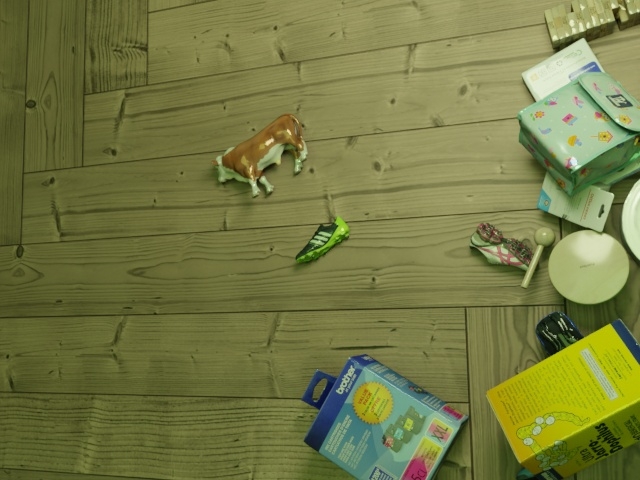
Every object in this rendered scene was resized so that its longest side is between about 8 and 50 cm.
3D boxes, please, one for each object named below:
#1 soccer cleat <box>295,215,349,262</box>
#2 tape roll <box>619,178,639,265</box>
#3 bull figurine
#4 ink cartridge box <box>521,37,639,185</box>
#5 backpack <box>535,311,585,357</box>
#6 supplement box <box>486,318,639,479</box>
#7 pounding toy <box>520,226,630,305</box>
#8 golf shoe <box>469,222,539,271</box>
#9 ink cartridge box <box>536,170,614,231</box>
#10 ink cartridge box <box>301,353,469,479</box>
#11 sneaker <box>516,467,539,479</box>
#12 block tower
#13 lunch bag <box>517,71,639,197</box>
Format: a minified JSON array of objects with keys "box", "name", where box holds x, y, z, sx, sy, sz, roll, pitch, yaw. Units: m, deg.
[{"box":[0.000,0.000,1.964,0.179,0.060,0.072,-33,64,7],"name":"soccer cleat"},{"box":[0.862,-0.045,1.627,0.286,0.100,0.286,-2,84,20],"name":"tape roll"},{"box":[-0.176,-0.240,2.029,0.310,0.101,0.188,-36,77,15],"name":"bull figurine"},{"box":[0.676,-0.312,1.743,0.176,0.069,0.370,-29,73,15],"name":"ink cartridge box"},{"box":[0.589,0.242,1.693,0.098,0.101,0.120,-38,66,8],"name":"backpack"},{"box":[0.606,0.380,1.588,0.357,0.194,0.195,-34,42,14],"name":"supplement box"},{"box":[0.638,0.070,1.699,0.237,0.110,0.182,13,82,29],"name":"pounding toy"},{"box":[0.477,0.031,1.786,0.186,0.067,0.086,34,132,13],"name":"golf shoe"},{"box":[0.636,-0.100,1.690,0.180,0.060,0.104,30,120,40],"name":"ink cartridge box"},{"box":[0.144,0.481,1.807,0.396,0.151,0.269,29,94,22],"name":"ink cartridge box"},{"box":[0.574,0.534,1.693,0.209,0.069,0.082,-32,49,19],"name":"sneaker"},{"box":[0.745,-0.585,1.734,0.336,0.091,0.097,-15,80,17],"name":"block tower"},{"box":[0.638,-0.267,1.627,0.262,0.160,0.223,-30,58,1],"name":"lunch bag"}]
